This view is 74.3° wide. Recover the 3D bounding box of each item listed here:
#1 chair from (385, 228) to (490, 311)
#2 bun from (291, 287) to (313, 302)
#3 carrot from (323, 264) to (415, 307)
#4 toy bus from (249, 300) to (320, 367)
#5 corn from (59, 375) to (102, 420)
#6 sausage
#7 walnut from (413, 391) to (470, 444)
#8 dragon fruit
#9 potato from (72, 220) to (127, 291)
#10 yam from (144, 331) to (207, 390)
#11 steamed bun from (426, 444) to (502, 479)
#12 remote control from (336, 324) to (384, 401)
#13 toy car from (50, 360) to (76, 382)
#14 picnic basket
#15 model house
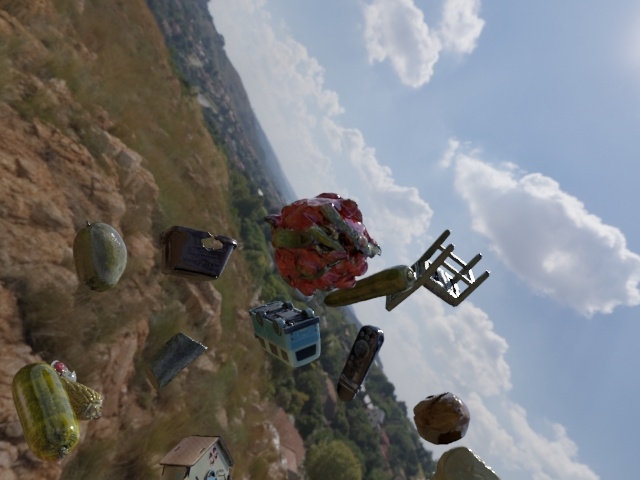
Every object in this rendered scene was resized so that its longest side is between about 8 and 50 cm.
[{"bbox_3d":[0.328,0.122,1.208,0.147,0.270,0.136,37,22,-5],"label":"chair"},{"bbox_3d":[-0.061,0.168,1.384,0.083,0.045,0.083,24,49,-31],"label":"bun"},{"bbox_3d":[0.118,0.141,1.202,0.358,0.074,0.074,-26,-88,47],"label":"carrot"},{"bbox_3d":[-0.117,0.299,1.373,0.271,0.133,0.165,7,-72,57],"label":"toy bus"},{"bbox_3d":[-0.856,0.533,1.448,0.293,0.106,0.106,10,-35,31],"label":"corn"},{"bbox_3d":[-0.772,0.470,1.184,0.347,0.123,0.123,39,-14,35],"label":"sausage"},{"bbox_3d":[0.331,0.490,1.163,0.245,0.137,0.137,103,-35,-58],"label":"walnut"},{"bbox_3d":[0.006,0.010,0.981,0.237,0.231,0.302,65,-17,-2],"label":"dragon fruit"},{"bbox_3d":[-0.731,0.046,1.402,0.174,0.159,0.252,-128,-149,-60],"label":"potato"},{"bbox_3d":[-0.610,0.487,1.760,0.154,0.254,0.154,35,-33,27],"label":"yam"},{"bbox_3d":[0.391,0.746,1.131,0.276,0.203,0.289,38,-35,49],"label":"steamed bun"},{"bbox_3d":[0.131,0.396,1.363,0.066,0.266,0.090,16,10,-40],"label":"remote control"},{"bbox_3d":[-0.990,0.537,1.601,0.112,0.139,0.112,20,-11,-14],"label":"toy car"},{"bbox_3d":[-0.393,0.053,1.312,0.296,0.222,0.129,-12,-114,61],"label":"picnic basket"},{"bbox_3d":[-0.385,0.775,1.390,0.326,0.169,0.245,51,35,-56],"label":"model house"}]
